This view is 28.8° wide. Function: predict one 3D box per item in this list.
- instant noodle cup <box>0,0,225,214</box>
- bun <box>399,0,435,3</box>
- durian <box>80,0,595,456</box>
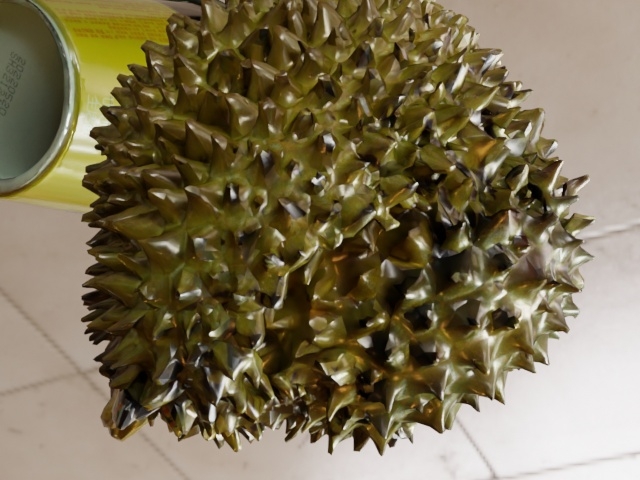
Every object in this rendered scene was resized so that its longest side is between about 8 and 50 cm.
[{"bbox_3d":[-0.174,-0.103,0.974,0.215,0.215,0.236,-23,171,28],"label":"instant noodle cup"},{"bbox_3d":[0.003,-0.277,0.978,0.259,0.152,0.259,16,134,17],"label":"bun"},{"bbox_3d":[0.003,-0.010,0.653,0.293,0.258,0.258,-8,147,-35],"label":"durian"}]
